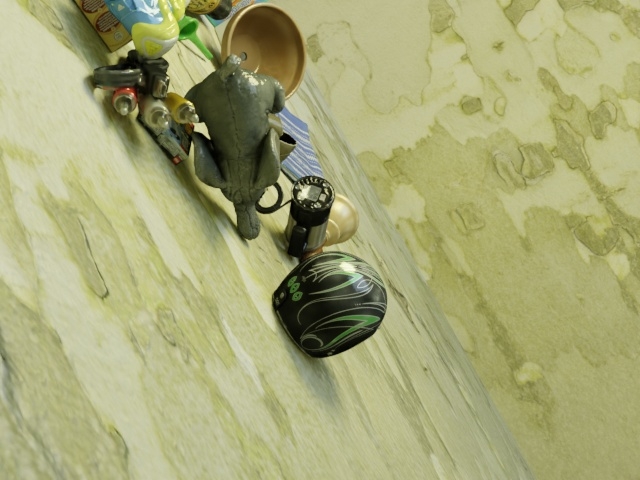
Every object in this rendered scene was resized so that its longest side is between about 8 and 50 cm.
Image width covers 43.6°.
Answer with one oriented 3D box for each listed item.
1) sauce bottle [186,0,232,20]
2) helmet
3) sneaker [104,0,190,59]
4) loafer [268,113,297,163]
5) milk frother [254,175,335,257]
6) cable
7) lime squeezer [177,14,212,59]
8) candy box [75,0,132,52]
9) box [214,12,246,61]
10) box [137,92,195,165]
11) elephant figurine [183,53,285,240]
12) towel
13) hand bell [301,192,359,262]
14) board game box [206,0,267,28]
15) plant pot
[{"bbox_3d":[-0.286,-0.579,1.818,0.111,0.111,0.344,60,13,5],"label":"sauce bottle"},{"bbox_3d":[0.023,0.096,1.293,0.169,0.161,0.169,56,12,-18],"label":"helmet"},{"bbox_3d":[-0.261,-0.374,1.191,0.126,0.091,0.240,50,17,-37],"label":"sneaker"},{"bbox_3d":[-0.130,-0.252,1.710,0.251,0.087,0.094,43,20,-55],"label":"loafer"},{"bbox_3d":[-0.058,-0.053,1.523,0.143,0.129,0.134,34,-33,14],"label":"milk frother"},{"bbox_3d":[-0.268,-0.226,1.160,0.139,0.072,0.287,7,18,-23],"label":"cable"},{"bbox_3d":[-0.302,-0.455,1.628,0.110,0.059,0.310,28,-13,45],"label":"lime squeezer"},{"bbox_3d":[-0.344,-0.386,1.224,0.186,0.053,0.109,54,13,-18],"label":"candy box"},{"bbox_3d":[-0.181,-0.487,2.086,0.170,0.091,0.130,46,17,-49],"label":"box"},{"bbox_3d":[-0.235,-0.182,1.232,0.094,0.027,0.137,53,13,-25],"label":"box"},{"bbox_3d":[-0.120,-0.131,1.227,0.186,0.169,0.239,4,79,-51],"label":"elephant figurine"},{"bbox_3d":[-0.069,-0.247,2.042,0.243,0.040,0.336,38,23,-46],"label":"towel"},{"bbox_3d":[0.000,0.000,1.654,0.126,0.126,0.242,56,23,-15],"label":"hand bell"},{"bbox_3d":[-0.252,-0.648,2.019,0.210,0.160,0.047,49,15,-45],"label":"board game box"},{"bbox_3d":[-0.155,-0.440,1.911,0.110,0.237,0.237,9,-34,47],"label":"plant pot"}]
